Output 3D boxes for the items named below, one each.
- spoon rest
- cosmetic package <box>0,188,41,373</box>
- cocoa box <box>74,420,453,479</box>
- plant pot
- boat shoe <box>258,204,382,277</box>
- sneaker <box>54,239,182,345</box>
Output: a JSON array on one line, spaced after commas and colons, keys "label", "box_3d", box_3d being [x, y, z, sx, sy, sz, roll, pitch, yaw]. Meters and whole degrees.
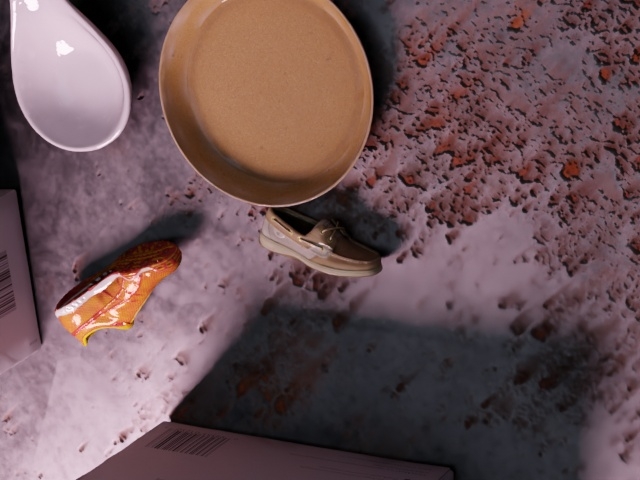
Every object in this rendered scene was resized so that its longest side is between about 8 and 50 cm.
[{"label": "spoon rest", "box_3d": [-0.270, -0.225, 1.857, 0.137, 0.084, 0.276, -8, 100, 27]}, {"label": "cosmetic package", "box_3d": [-0.510, 0.051, 2.008, 0.366, 0.155, 0.197, -1, 107, 25]}, {"label": "cocoa box", "box_3d": [-0.062, 0.346, 1.830, 0.347, 0.231, 0.228, 6, 107, 24]}, {"label": "plant pot", "box_3d": [-0.050, -0.151, 1.802, 0.236, 0.032, 0.236, 7, 107, 25]}, {"label": "boat shoe", "box_3d": [0.000, 0.000, 1.808, 0.135, 0.050, 0.045, 17, 116, 21]}, {"label": "sneaker", "box_3d": [-0.204, 0.053, 1.925, 0.175, 0.064, 0.067, -30, 110, 34]}]
